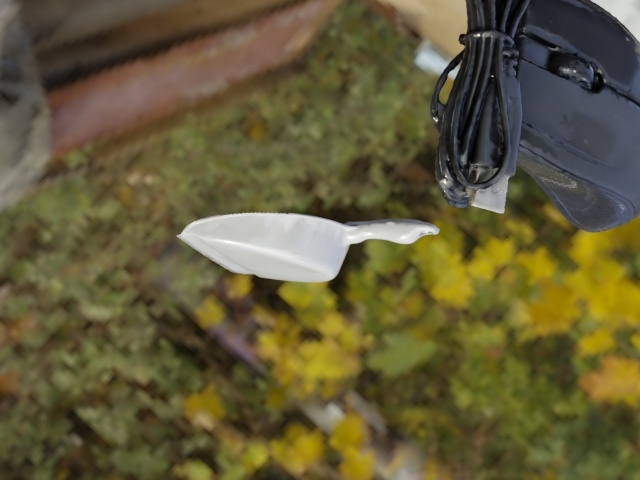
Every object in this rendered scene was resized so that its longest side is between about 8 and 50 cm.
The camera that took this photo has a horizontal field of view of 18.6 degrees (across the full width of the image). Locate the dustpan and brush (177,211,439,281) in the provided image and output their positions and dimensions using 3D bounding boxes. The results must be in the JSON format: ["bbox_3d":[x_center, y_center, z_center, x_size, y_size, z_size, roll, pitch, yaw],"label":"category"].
[{"bbox_3d":[0.000,0.000,1.710,0.147,0.211,0.060,37,64,-65],"label":"dustpan and brush"}]

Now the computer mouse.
[{"bbox_3d":[0.165,-0.081,1.224,0.272,0.072,0.188,27,65,-56],"label":"computer mouse"}]
